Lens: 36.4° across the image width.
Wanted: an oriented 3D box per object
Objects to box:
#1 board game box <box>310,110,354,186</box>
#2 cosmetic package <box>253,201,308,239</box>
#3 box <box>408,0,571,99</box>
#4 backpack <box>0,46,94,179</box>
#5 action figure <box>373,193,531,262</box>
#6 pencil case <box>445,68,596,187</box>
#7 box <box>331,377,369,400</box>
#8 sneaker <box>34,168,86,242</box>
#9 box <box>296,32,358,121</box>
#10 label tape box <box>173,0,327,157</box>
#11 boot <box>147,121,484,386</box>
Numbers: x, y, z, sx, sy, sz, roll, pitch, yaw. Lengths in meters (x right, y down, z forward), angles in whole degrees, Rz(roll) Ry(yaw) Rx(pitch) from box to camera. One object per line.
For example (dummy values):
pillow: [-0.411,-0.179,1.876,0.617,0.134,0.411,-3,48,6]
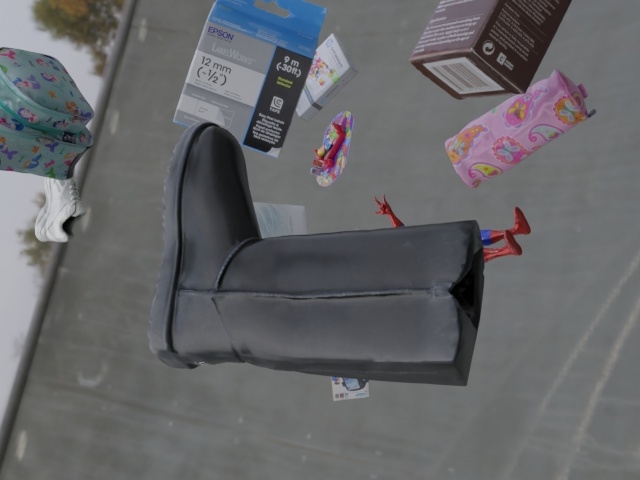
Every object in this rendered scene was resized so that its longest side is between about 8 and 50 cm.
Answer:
board game box: [0.019,-0.201,2.076,0.133,0.033,0.169,-18,59,61]
cosmetic package: [-0.140,0.053,1.772,0.138,0.224,0.224,119,150,-55]
box: [0.327,-0.436,1.669,0.191,0.143,0.382,10,70,62]
backpack: [-0.551,-0.228,1.747,0.225,0.253,0.191,53,124,27]
action figure: [0.171,-0.014,1.529,0.280,0.139,0.091,-19,25,39]
pencil case: [0.381,-0.217,1.886,0.284,0.124,0.124,-34,28,24]
box: [0.064,0.303,2.098,0.136,0.081,0.028,84,179,-45]
sneaker: [-0.634,-0.102,2.448,0.090,0.115,0.232,3,-82,-74]
box: [0.000,-0.413,2.472,0.186,0.038,0.145,-41,47,22]
label tape box: [-0.153,-0.387,2.155,0.115,0.249,0.348,-99,29,-77]
boot: [0.000,0.002,1.313,0.146,0.444,0.367,24,-113,-58]
